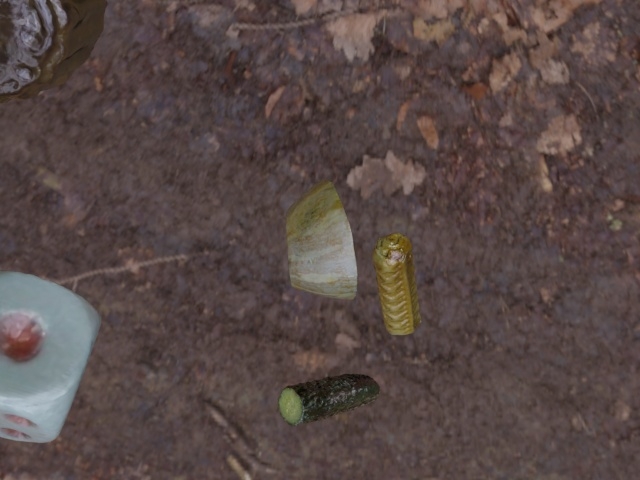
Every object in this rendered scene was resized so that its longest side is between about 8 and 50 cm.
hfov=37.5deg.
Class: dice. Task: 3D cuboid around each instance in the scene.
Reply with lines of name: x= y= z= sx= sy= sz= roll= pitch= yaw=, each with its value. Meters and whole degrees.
dice: x=-0.599 y=0.231 z=1.852 sx=0.268 sy=0.265 sz=0.262 roll=20 pitch=151 yaw=-12

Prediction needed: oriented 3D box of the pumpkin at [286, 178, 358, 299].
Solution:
pumpkin: x=-0.014 y=0.008 z=1.636 sx=0.110 sy=0.217 sz=0.217 roll=-15 pitch=118 yaw=-7

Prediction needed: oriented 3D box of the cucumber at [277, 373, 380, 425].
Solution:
cucumber: x=0.032 y=0.264 z=1.616 sx=0.067 sy=0.293 sz=0.068 roll=0 pitch=89 yaw=33

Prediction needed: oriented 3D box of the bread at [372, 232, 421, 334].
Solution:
bread: x=0.158 y=0.098 z=1.940 sx=0.084 sy=0.077 sz=0.368 roll=-20 pitch=149 yaw=-3

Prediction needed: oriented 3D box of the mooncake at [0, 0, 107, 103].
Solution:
mooncake: x=-0.531 y=-0.386 z=1.555 sx=0.323 sy=0.187 sz=0.324 roll=7 pitch=119 yaw=13
